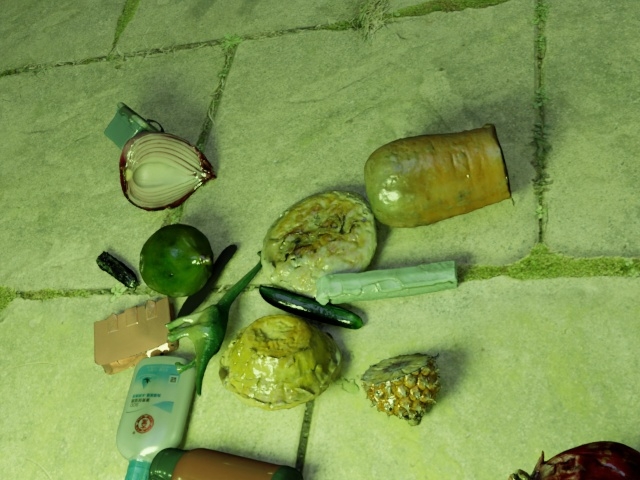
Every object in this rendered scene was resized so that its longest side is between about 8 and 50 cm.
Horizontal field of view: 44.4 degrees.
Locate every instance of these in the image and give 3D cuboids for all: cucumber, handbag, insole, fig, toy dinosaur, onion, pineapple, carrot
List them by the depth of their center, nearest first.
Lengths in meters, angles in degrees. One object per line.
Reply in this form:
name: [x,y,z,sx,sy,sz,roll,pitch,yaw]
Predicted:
onion: [0.479,0.472,1.363,0.280,0.221,0.281,-1,65,2]
pineapple: [0.183,0.328,1.659,0.175,0.137,0.161,-16,7,16]
cucumber: [-0.027,0.163,1.883,0.284,0.056,0.056,17,62,20]
toy dinosaur: [-0.218,0.195,1.887,0.300,0.087,0.447,-18,37,-8]
carrot: [0.282,-0.154,1.904,0.340,0.224,0.224,-12,51,8]
fig: [-0.355,0.047,1.995,0.195,0.195,0.244,-57,19,-23]
handbag: [-0.473,0.240,2.008,0.212,0.059,0.157,-20,51,4]
insole: [-0.294,0.108,2.054,0.086,0.005,0.253,2,51,50]
cucumber: [-0.560,0.082,2.170,0.181,0.053,0.053,29,69,32]
onion: [-0.442,-0.203,2.256,0.283,0.227,0.120,3,20,-28]

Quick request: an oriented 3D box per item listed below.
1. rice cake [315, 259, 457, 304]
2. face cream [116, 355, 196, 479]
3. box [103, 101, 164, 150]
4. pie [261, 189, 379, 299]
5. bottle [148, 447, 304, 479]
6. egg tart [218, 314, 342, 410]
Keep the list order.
rice cake: [0.154,0.100,1.841,0.336,0.063,0.066,-9,52,6]
face cream: [-0.392,0.432,1.817,0.162,0.080,0.337,-2,54,15]
box: [-0.522,-0.299,2.333,0.130,0.227,0.162,-51,52,-1]
pie: [0.000,0.000,1.991,0.338,0.077,0.339,-11,52,15]
bottle: [-0.208,0.517,1.649,0.335,0.144,0.144,5,57,27]
egg tart: [-0.093,0.252,1.763,0.294,0.116,0.295,-4,33,2]
